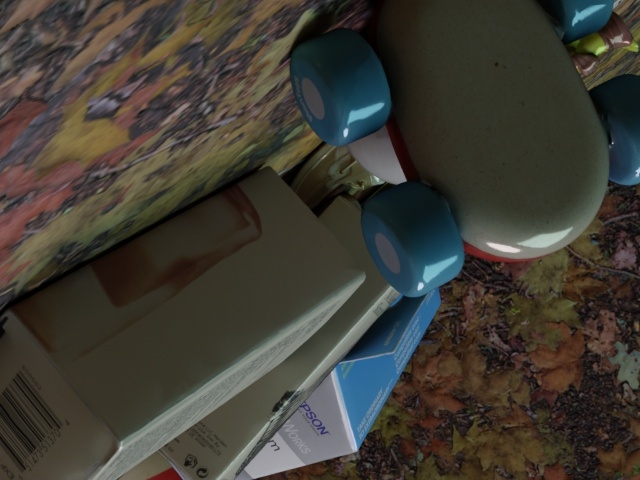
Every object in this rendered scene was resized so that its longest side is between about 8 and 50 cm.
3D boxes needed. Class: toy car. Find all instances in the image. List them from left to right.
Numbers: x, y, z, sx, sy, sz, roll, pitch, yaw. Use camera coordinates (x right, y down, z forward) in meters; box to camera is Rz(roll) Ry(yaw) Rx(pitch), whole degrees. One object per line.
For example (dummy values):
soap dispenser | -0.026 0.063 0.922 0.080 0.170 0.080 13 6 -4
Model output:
toy car | 0.087 -0.078 1.092 0.219 0.210 0.238 -26 -178 -18

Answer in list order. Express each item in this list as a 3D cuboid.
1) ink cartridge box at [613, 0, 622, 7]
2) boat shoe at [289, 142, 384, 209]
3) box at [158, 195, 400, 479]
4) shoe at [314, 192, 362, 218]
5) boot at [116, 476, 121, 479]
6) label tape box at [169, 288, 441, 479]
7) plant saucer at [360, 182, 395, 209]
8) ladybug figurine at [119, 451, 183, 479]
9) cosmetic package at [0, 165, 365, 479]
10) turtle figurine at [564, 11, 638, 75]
ink cartridge box | 0.296 -0.267 1.537 0.083 0.048 0.028 -40 173 -2
boat shoe | 0.038 -0.074 1.353 0.170 0.059 0.063 -44 172 32
box | -0.036 0.095 1.374 0.275 0.094 0.113 -48 171 1
shoe | 0.000 0.000 1.637 0.076 0.058 0.219 -42 173 22
boot | -0.198 0.154 1.418 0.220 0.109 0.283 -50 159 18
label tape box | 0.013 0.117 1.593 0.347 0.115 0.249 -19 -156 38
plant saucer | 0.052 0.048 1.826 0.188 0.045 0.188 -41 -147 16
ladybug figurine | -0.337 0.431 2.206 0.305 0.162 0.449 -44 172 34
cosmetic package | -0.122 0.074 1.170 0.296 0.129 0.153 -31 168 -48
turtle figurine | 0.244 -0.171 1.732 0.217 0.087 0.269 -44 -175 -7
